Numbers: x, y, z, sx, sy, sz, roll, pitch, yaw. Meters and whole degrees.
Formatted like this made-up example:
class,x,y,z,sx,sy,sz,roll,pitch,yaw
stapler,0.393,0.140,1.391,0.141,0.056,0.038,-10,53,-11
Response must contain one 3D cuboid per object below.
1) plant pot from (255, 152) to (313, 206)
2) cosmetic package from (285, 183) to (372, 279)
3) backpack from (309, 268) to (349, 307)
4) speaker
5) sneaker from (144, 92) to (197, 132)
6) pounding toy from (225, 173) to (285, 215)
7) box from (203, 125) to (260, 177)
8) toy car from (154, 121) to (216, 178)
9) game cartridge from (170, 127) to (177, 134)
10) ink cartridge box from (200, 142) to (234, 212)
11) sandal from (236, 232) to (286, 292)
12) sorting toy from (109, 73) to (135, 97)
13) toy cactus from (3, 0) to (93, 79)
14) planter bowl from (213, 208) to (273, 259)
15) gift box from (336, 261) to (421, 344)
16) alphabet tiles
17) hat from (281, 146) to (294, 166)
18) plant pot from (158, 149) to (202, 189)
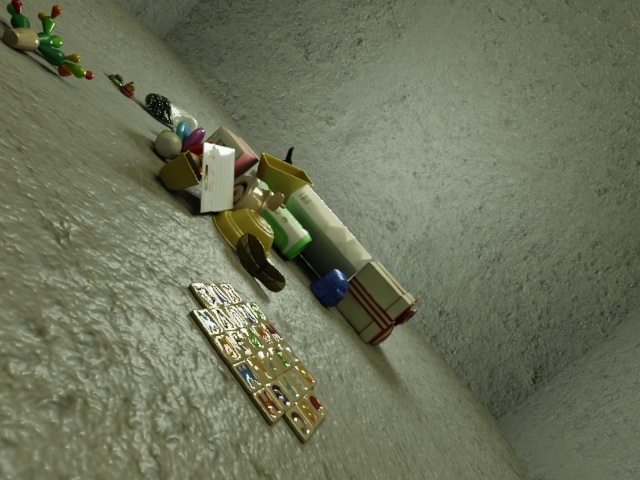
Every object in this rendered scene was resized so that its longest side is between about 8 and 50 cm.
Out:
class,x,y,z,sx,sy,sz,roll,pitch,yaw
plant pot,-0.183,-0.229,1.967,0.212,0.187,0.212,22,18,-23
cosmetic package,0.000,0.000,1.809,0.377,0.097,0.284,49,-30,5
backpack,0.045,0.169,1.618,0.101,0.120,0.098,53,8,32
speaker,-0.166,-0.076,1.643,0.296,0.131,0.131,49,7,5
sneaker,-0.541,-0.452,1.636,0.086,0.085,0.237,23,-2,28
pounding toy,-0.216,-0.103,1.480,0.155,0.154,0.270,44,-11,-30
box,-0.372,-0.362,1.922,0.148,0.127,0.232,49,7,5
toy car,-0.379,-0.267,1.338,0.182,0.136,0.159,48,8,-4
game cartridge,-0.472,-0.339,1.487,0.017,0.056,0.083,41,8,0
ink cartridge box,-0.297,-0.170,1.247,0.056,0.180,0.225,5,8,11
sandal,-0.158,0.063,1.206,0.180,0.072,0.049,51,-8,6
sorting toy,-0.632,-0.508,1.483,0.102,0.042,0.061,48,7,3
toy cactus,-0.635,-0.459,1.045,0.219,0.112,0.180,55,15,-15
planter bowl,-0.200,-0.027,1.320,0.217,0.090,0.217,47,7,-8
gift box,0.233,0.241,1.816,0.258,0.255,0.276,49,16,14
alphabet tiles,-0.113,0.214,0.878,0.342,0.011,0.285,50,7,13
hat,-0.229,-0.349,2.443,0.134,0.331,0.331,7,19,-12
plant pot,-0.354,-0.169,1.146,0.081,0.083,0.081,-109,175,-70
